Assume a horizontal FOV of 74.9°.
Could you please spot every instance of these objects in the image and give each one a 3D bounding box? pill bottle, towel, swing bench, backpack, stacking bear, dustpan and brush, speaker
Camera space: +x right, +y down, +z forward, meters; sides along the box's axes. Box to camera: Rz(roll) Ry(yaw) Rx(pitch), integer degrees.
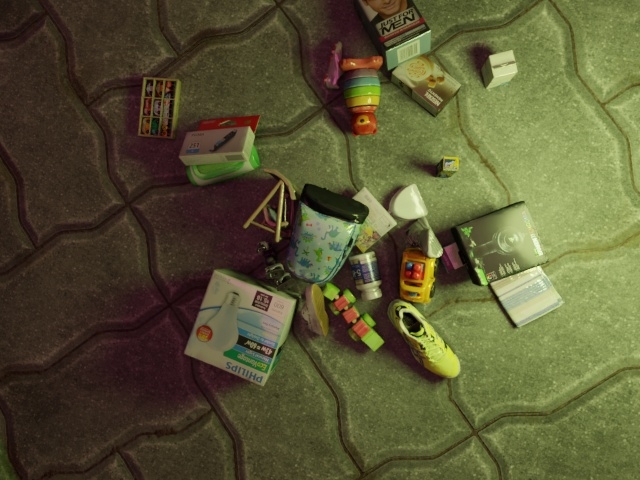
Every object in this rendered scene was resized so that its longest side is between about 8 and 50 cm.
[{"bbox_3d":[0.191,0.146,1.720,0.111,0.112,0.187,-15,87,7],"label":"pill bottle"},{"bbox_3d":[0.809,0.184,1.683,0.209,0.034,0.285,-32,84,8],"label":"towel"},{"bbox_3d":[-0.169,-0.137,1.698,0.165,0.253,0.255,23,93,7],"label":"swing bench"},{"bbox_3d":[0.000,0.000,1.679,0.290,0.273,0.356,23,122,-1],"label":"backpack"},{"bbox_3d":[0.172,-0.577,1.711,0.175,0.164,0.289,-3,100,6],"label":"stacking bear"},{"bbox_3d":[0.319,-0.131,1.742,0.211,0.060,0.147,-24,97,0],"label":"dustpan and brush"},{"bbox_3d":[-0.419,-0.328,1.796,0.296,0.131,0.131,-16,87,6],"label":"speaker"}]

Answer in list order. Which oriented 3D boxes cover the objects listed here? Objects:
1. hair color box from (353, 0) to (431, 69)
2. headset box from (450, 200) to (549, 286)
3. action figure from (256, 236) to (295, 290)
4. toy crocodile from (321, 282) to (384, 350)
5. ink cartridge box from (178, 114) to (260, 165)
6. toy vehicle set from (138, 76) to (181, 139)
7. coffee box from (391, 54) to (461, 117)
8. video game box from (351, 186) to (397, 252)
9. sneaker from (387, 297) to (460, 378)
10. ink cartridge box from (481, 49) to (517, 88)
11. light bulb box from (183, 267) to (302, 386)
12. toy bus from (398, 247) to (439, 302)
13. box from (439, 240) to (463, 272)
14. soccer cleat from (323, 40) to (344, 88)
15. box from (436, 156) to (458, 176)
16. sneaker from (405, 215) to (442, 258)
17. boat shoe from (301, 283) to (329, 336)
[{"bbox_3d":[0.277,-0.888,1.670,0.185,0.113,0.375,-23,68,6],"label":"hair color box"},{"bbox_3d":[0.663,0.017,1.592,0.283,0.131,0.247,-21,87,7],"label":"headset box"},{"bbox_3d":[-0.202,0.095,1.705,0.099,0.285,0.185,-26,119,-10],"label":"action figure"},{"bbox_3d":[0.131,0.312,1.729,0.115,0.105,0.341,-39,85,5],"label":"toy crocodile"},{"bbox_3d":[-0.419,-0.440,1.749,0.296,0.066,0.261,-1,61,16],"label":"ink cartridge box"},{"bbox_3d":[-0.724,-0.593,1.881,0.165,0.035,0.267,5,90,7],"label":"toy vehicle set"},{"bbox_3d":[0.427,-0.641,1.706,0.246,0.098,0.141,43,94,6],"label":"coffee box"},{"bbox_3d":[0.182,-0.085,1.740,0.187,0.048,0.205,-41,85,16],"label":"video game box"},{"bbox_3d":[0.408,0.405,1.673,0.145,0.147,0.385,-43,86,3],"label":"sneaker"},{"bbox_3d":[0.706,-0.676,1.649,0.092,0.143,0.090,-13,88,6],"label":"ink cartridge box"},{"bbox_3d":[-0.310,0.342,1.724,0.357,0.225,0.361,19,91,7],"label":"light bulb box"},{"bbox_3d":[0.373,0.145,1.634,0.149,0.211,0.220,9,96,20],"label":"toy bus"},{"bbox_3d":[0.602,0.033,1.696,0.244,0.060,0.101,-26,87,6],"label":"box"},{"bbox_3d":[0.069,-0.740,1.774,0.076,0.068,0.196,15,92,-8],"label":"soccer cleat"},{"bbox_3d":[0.501,-0.288,1.658,0.059,0.169,0.054,4,89,6],"label":"box"},{"bbox_3d":[0.395,0.007,1.630,0.115,0.281,0.105,-30,106,16],"label":"sneaker"},{"bbox_3d":[-0.035,0.287,1.700,0.096,0.098,0.277,4,128,20],"label":"boat shoe"}]
